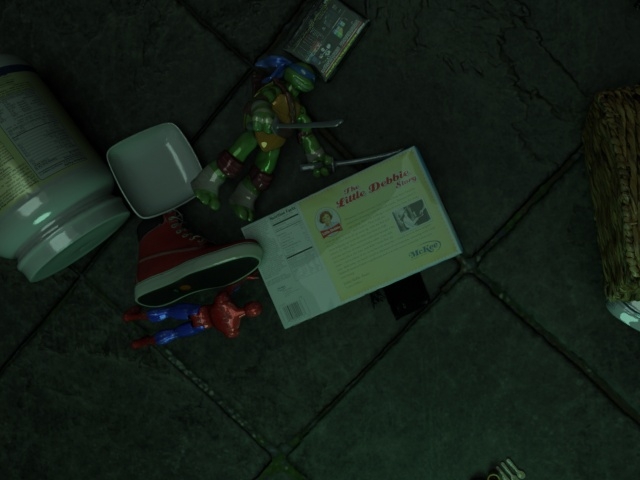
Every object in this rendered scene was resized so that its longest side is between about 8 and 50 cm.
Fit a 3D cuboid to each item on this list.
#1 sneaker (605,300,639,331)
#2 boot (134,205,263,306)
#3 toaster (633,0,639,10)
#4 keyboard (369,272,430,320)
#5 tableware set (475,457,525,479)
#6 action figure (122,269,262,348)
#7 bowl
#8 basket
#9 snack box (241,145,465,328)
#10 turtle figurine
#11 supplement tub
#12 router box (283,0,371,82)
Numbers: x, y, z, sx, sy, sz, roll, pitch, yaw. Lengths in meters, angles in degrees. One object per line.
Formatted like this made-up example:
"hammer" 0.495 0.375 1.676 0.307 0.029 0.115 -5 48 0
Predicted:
"sneaker" 0.578 0.127 1.162 0.258 0.094 0.091 25 119 -7
"boot" -0.211 -0.004 1.262 0.244 0.088 0.176 -17 61 21
"toaster" 0.582 -0.403 1.079 0.146 0.129 0.227 31 101 1
"keyboard" 0.108 0.041 1.282 0.100 0.038 0.192 -24 93 -11
"tableware set" 0.337 0.466 1.309 0.104 0.024 0.154 -39 91 13
"action figure" -0.200 0.124 1.320 0.280 0.139 0.092 -10 101 33
"bowl" -0.281 -0.116 1.284 0.142 0.053 0.142 -28 92 -18
"basket" 0.512 -0.076 1.056 0.223 0.213 0.299 -5 73 10
"snack box" 0.050 -0.003 1.225 0.322 0.060 0.187 -24 87 14
"turtle figurine" -0.062 -0.135 1.194 0.274 0.198 0.266 42 107 5
"supplement tub" -0.496 -0.117 1.245 0.235 0.235 0.325 -36 92 13
"router box" 0.011 -0.336 1.229 0.092 0.038 0.122 38 103 2
